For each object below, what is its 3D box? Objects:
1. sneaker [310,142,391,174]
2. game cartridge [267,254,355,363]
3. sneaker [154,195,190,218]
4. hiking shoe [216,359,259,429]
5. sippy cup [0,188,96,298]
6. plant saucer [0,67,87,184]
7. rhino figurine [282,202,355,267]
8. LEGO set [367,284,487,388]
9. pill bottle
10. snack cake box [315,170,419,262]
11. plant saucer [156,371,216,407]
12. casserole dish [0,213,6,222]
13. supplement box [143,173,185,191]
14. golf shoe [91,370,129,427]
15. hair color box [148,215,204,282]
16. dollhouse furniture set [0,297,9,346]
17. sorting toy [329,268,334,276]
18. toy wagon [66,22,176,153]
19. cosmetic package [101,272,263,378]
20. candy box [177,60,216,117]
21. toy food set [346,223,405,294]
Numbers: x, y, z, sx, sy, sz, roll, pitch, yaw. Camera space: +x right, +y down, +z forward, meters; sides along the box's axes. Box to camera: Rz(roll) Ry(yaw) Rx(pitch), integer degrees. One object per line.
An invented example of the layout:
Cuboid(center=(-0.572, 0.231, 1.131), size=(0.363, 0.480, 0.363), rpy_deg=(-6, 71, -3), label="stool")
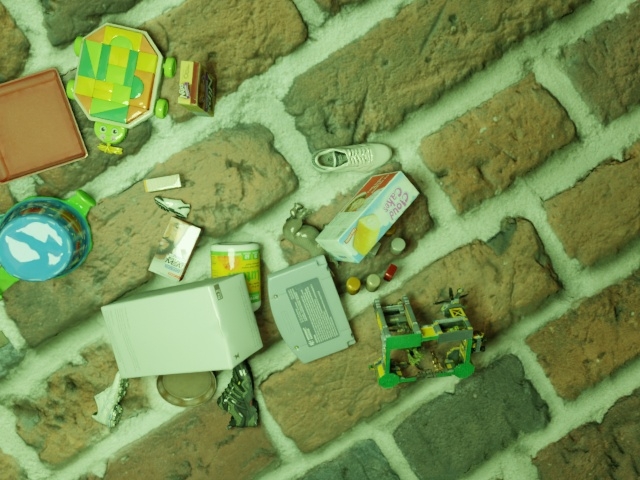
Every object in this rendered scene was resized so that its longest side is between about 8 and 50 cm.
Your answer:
Cuboid(center=(0.090, -0.230, 1.448), size=(0.235, 0.095, 0.090), rpy_deg=(-9, 93, -3), label="sneaker")
Cuboid(center=(-0.034, 0.202, 1.464), size=(0.196, 0.060, 0.294), rpy_deg=(-21, 109, -4), label="game cartridge")
Cuboid(center=(-0.423, -0.102, 1.466), size=(0.109, 0.040, 0.043), rpy_deg=(27, 65, 0), label="sneaker")
Cuboid(center=(-0.247, 0.442, 1.484), size=(0.114, 0.086, 0.226), rpy_deg=(-10, 95, -5), label="hiking shoe")
Cuboid(center=(-0.727, 0.007, 1.333), size=(0.240, 0.224, 0.305), rpy_deg=(7, 96, -21), label="sippy cup")
Cuboid(center=(-0.803, -0.314, 1.424), size=(0.259, 0.048, 0.258), rpy_deg=(-18, 95, 0), label="plant saucer")
Cuboid(center=(0.000, 0.000, 1.471), size=(0.243, 0.073, 0.106), rpy_deg=(34, 88, -6), label="rhino figurine")
Cuboid(center=(0.284, 0.269, 1.480), size=(0.332, 0.192, 0.254), rpy_deg=(-13, 124, 1), label="LEGO set")
Cuboid(center=(-0.235, 0.129, 1.436), size=(0.137, 0.136, 0.245), rpy_deg=(-2, 94, -3), label="pill bottle")
Cuboid(center=(0.124, -0.065, 1.394), size=(0.089, 0.152, 0.264), rpy_deg=(47, 75, -16), label="snack cake box")
Cuboid(center=(-0.387, 0.409, 1.484), size=(0.169, 0.029, 0.168), rpy_deg=(-3, 112, -6), label="plant saucer")
Cuboid(center=(-0.855, -0.023, 1.448), size=(0.189, 0.037, 0.114), rpy_deg=(-13, 94, -2), label="casserole dish")
Cuboid(center=(-0.437, -0.159, 1.444), size=(0.099, 0.062, 0.036), rpy_deg=(-10, 94, -1), label="supplement box")
Cuboid(center=(-0.611, 0.449, 1.480), size=(0.086, 0.069, 0.176), rpy_deg=(16, 92, 2), label="golf shoe")
Cuboid(center=(-0.410, 0.024, 1.463), size=(0.093, 0.053, 0.167), rpy_deg=(23, 92, -3), label="hair color box")
Cuboid(center=(-0.999, 0.223, 1.396), size=(0.212, 0.161, 0.242), rpy_deg=(-31, 95, 0), label="dollhouse furniture set")
Cuboid(center=(-0.012, 0.091, 1.494), size=(0.083, 0.045, 0.075), rpy_deg=(-29, 86, 2), label="sorting toy")
Cuboid(center=(-0.557, -0.411, 1.418), size=(0.268, 0.068, 0.344), rpy_deg=(12, 93, -3), label="toy wagon")
Cuboid(center=(-0.367, 0.227, 1.351), size=(0.385, 0.156, 0.217), rpy_deg=(-10, 96, 25), label="cosmetic package")
Cuboid(center=(-0.326, -0.399, 1.369), size=(0.053, 0.186, 0.109), rpy_deg=(6, 95, 0), label="candy box")
Cuboid(center=(0.167, 0.067, 1.488), size=(0.111, 0.104, 0.232), rpy_deg=(27, 74, 9), label="toy food set")
